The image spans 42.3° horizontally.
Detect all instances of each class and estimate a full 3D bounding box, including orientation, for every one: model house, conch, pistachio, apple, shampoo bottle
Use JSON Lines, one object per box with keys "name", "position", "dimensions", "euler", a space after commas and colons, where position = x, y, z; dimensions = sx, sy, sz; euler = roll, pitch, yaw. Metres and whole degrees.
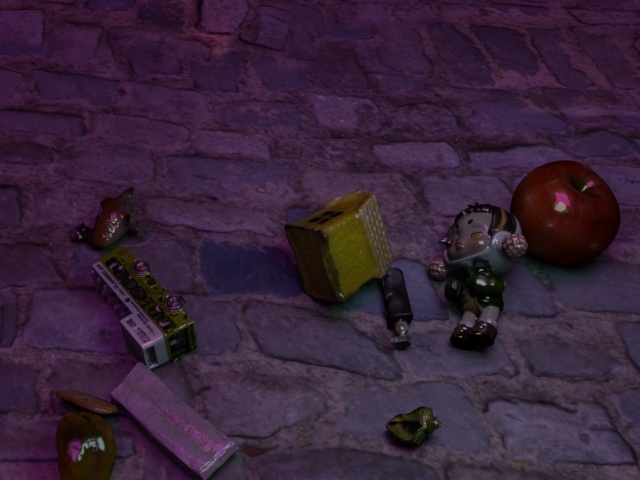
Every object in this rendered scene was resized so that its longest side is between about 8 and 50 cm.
{"name": "model house", "position": [0.068, 0.008, 1.915], "dimensions": [0.234, 0.193, 0.175], "euler": [-28, 20, -25]}
{"name": "conch", "position": [0.189, 0.378, 1.684], "dimensions": [0.121, 0.074, 0.089], "euler": [-4, 8, 21]}
{"name": "pistachio", "position": [-0.455, 0.406, 1.609], "dimensions": [0.110, 0.100, 0.189], "euler": [-10, 47, -12]}
{"name": "apple", "position": [0.586, -0.068, 2.006], "dimensions": [0.260, 0.216, 0.260], "euler": [15, 46, -16]}
{"name": "shampoo bottle", "position": [0.175, 0.156, 1.903], "dimensions": [0.063, 0.057, 0.207], "euler": [-2, 47, -4]}

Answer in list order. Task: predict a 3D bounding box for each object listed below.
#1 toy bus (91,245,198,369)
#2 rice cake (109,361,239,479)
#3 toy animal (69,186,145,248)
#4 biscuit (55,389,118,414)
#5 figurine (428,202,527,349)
{"name": "toy bus", "position": [-0.405, 0.148, 1.852], "dimensions": [0.139, 0.113, 0.302], "euler": [-30, 53, -27]}
{"name": "rice cake", "position": [-0.306, 0.371, 1.684], "dimensions": [0.298, 0.050, 0.106], "euler": [34, 53, 25]}
{"name": "toy animal", "position": [-0.526, -0.057, 2.056], "dimensions": [0.179, 0.089, 0.188], "euler": [-3, 51, 15]}
{"name": "biscuit", "position": [-0.480, 0.331, 1.696], "dimensions": [0.147, 0.071, 0.018], "euler": [14, 91, 27]}
{"name": "figurine", "position": [0.372, 0.069, 1.909], "dimensions": [0.167, 0.281, 0.370], "euler": [30, 57, -29]}
